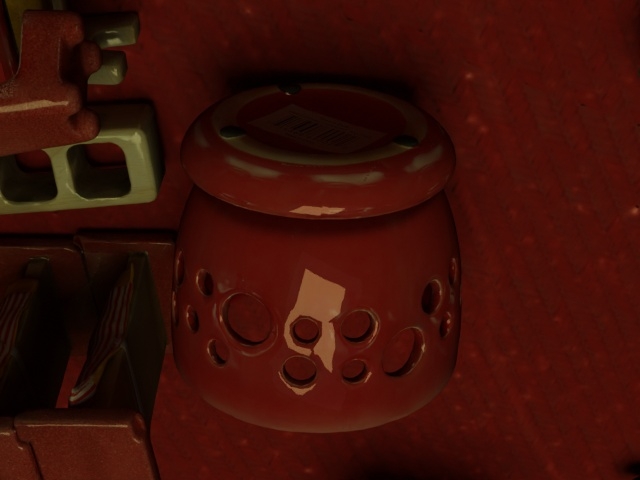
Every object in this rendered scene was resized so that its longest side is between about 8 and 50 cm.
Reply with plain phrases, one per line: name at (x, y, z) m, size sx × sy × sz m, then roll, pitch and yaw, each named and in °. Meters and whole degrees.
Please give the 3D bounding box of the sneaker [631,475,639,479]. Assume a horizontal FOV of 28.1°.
sneaker at (0.324, 0.171, 0.998) m, size 0.170 × 0.051 × 0.089 m, roll -3°, pitch 125°, yaw 0°

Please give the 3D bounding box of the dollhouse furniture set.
dollhouse furniture set at (-0.187, -0.005, 0.808) m, size 0.152 × 0.201 × 0.374 m, roll -3°, pitch 125°, yaw 5°

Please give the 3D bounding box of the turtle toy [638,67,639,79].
turtle toy at (0.245, -0.100, 0.794) m, size 0.130 × 0.095 × 0.066 m, roll 42°, pitch 139°, yaw -22°

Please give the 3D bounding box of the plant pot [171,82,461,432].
plant pot at (0.000, 0.000, 0.816) m, size 0.191 × 0.191 × 0.174 m, roll 4°, pitch 117°, yaw 1°
